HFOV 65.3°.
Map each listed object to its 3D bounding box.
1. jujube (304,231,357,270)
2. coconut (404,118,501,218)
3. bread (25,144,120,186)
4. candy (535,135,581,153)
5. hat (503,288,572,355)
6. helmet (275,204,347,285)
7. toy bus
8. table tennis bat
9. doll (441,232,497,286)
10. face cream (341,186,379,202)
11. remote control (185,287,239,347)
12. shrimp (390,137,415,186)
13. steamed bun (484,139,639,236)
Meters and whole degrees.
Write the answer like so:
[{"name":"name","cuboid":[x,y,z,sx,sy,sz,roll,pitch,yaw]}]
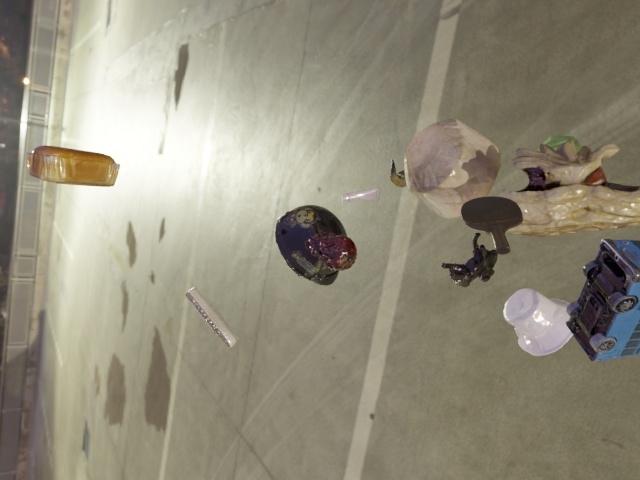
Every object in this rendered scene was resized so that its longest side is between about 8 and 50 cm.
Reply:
[{"name":"jujube","cuboid":[0.034,0.023,1.346,0.166,0.104,0.104,35,115,51]},{"name":"coconut","cuboid":[0.436,-0.227,1.625,0.329,0.329,0.328,-11,76,57]},{"name":"bread","cuboid":[-0.750,-0.227,1.526,0.136,0.241,0.107,15,98,32]},{"name":"candy","cuboid":[0.748,-0.248,1.582,0.132,0.343,0.142,14,113,27]},{"name":"hat","cuboid":[0.604,0.213,1.412,0.203,0.126,0.203,-46,17,19]},{"name":"helmet","cuboid":[0.000,0.000,1.565,0.160,0.279,0.230,-35,21,38]},{"name":"toy bus","cuboid":[0.577,0.112,0.953,0.116,0.134,0.234,-100,7,-52]},{"name":"table tennis bat","cuboid":[0.379,-0.040,1.095,0.234,0.131,0.022,-75,-21,-57]},{"name":"doll","cuboid":[0.381,0.066,1.235,0.139,0.165,0.057,-44,45,-1]},{"name":"face cream","cuboid":[0.119,-0.132,1.471,0.020,0.115,0.038,-127,30,-69]},{"name":"remote control","cuboid":[-0.354,0.249,1.634,0.230,0.049,0.090,52,155,-5]},{"name":"shrimp","cuboid":[0.354,-0.320,2.082,0.051,0.150,0.217,44,138,46]},{"name":"steamed bun","cuboid":[0.633,-0.145,1.294,0.247,0.428,0.189,-67,-29,-62]}]
